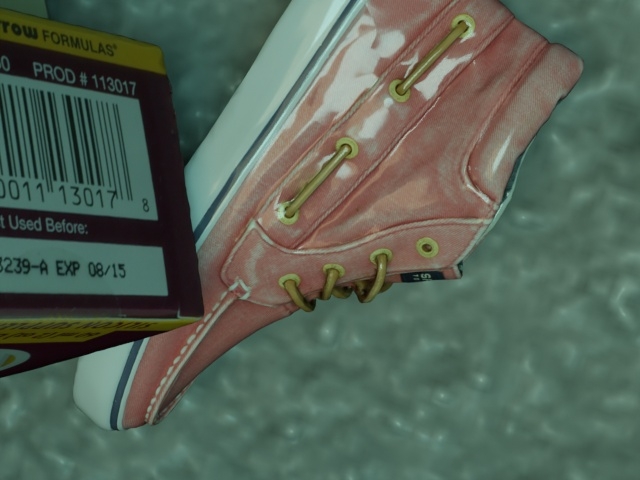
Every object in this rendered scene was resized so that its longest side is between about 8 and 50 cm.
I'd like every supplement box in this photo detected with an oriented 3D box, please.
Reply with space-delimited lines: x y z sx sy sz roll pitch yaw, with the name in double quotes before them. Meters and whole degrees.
"supplement box" -0.139 0.004 0.367 0.188 0.104 0.081 -17 77 34

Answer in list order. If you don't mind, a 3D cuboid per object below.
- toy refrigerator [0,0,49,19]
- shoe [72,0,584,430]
"toy refrigerator" -0.228 -0.077 0.414 0.269 0.094 0.102 -12 91 14
"shoe" 0.000 0.000 0.392 0.081 0.063 0.178 34 103 7
